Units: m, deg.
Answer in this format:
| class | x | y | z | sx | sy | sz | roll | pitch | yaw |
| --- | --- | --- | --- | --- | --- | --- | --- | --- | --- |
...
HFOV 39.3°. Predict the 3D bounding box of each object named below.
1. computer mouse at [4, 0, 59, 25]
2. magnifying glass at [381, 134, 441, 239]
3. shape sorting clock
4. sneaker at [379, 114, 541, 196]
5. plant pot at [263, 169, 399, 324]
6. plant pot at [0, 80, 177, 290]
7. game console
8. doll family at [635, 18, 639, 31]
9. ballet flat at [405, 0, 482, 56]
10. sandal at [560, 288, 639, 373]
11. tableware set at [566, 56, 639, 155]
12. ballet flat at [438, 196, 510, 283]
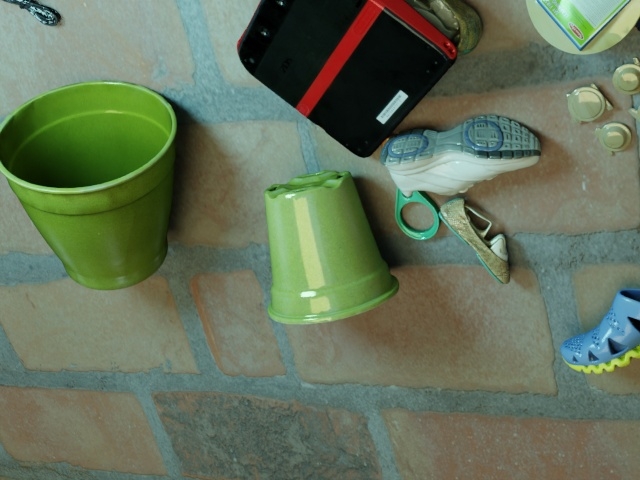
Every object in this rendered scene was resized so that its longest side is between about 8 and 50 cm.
| class | x | y | z | sx | sy | sz | roll | pitch | yaw |
| --- | --- | --- | --- | --- | --- | --- | --- | --- | --- |
| computer mouse | -0.605 | -0.578 | 1.833 | 0.184 | 0.060 | 0.262 | 27 | 143 | 3 |
| magnifying glass | 0.172 | -0.103 | 1.788 | 0.092 | 0.026 | 0.231 | -11 | 113 | 30 |
| shape sorting clock | 0.426 | -0.405 | 1.446 | 0.206 | 0.040 | 0.206 | 11 | 109 | 36 |
| sneaker | 0.266 | -0.150 | 1.680 | 0.297 | 0.111 | 0.129 | -2 | 139 | 24 |
| plant pot | 0.000 | 0.000 | 1.809 | 0.276 | 0.276 | 0.254 | -5 | 105 | 28 |
| plant pot | -0.466 | -0.092 | 1.922 | 0.366 | 0.366 | 0.353 | 14 | 136 | 17 |
| game console | 0.031 | -0.340 | 1.617 | 0.342 | 0.060 | 0.386 | 36 | 150 | -5 |
| doll family | 0.556 | -0.321 | 1.446 | 0.111 | 0.076 | 0.193 | -21 | 104 | 38 |
| ballet flat | 0.123 | -0.430 | 1.552 | 0.348 | 0.123 | 0.123 | 35 | 128 | 2 |
| sandal | 0.594 | 0.148 | 1.694 | 0.317 | 0.126 | 0.138 | -28 | 101 | 27 |
| tableware set | 0.520 | -0.228 | 1.550 | 0.168 | 0.020 | 0.141 | -30 | 103 | 36 |
| ballet flat | 0.320 | -0.003 | 1.756 | 0.067 | 0.073 | 0.206 | -40 | 102 | 23 |
